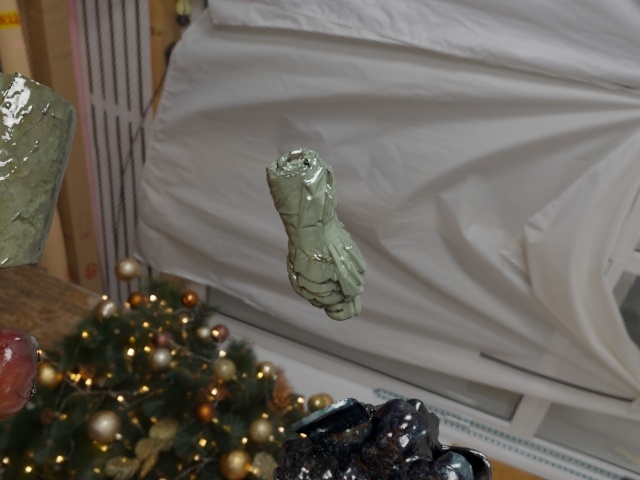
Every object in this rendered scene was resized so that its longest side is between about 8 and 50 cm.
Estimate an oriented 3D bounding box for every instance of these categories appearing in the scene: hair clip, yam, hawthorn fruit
[{"bbox_3d":[0.060,0.316,0.887,0.194,0.310,0.206,26,42,-60],"label":"hair clip"},{"bbox_3d":[-0.444,-0.095,0.940,0.161,0.161,0.267,23,80,-77],"label":"yam"},{"bbox_3d":[-0.538,0.208,1.060,0.148,0.172,0.148,-39,-138,47],"label":"hawthorn fruit"}]

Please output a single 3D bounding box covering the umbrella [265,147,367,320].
[{"bbox_3d":[0.000,0.000,0.494,0.062,0.067,0.143,-40,124,-36],"label":"umbrella"}]
